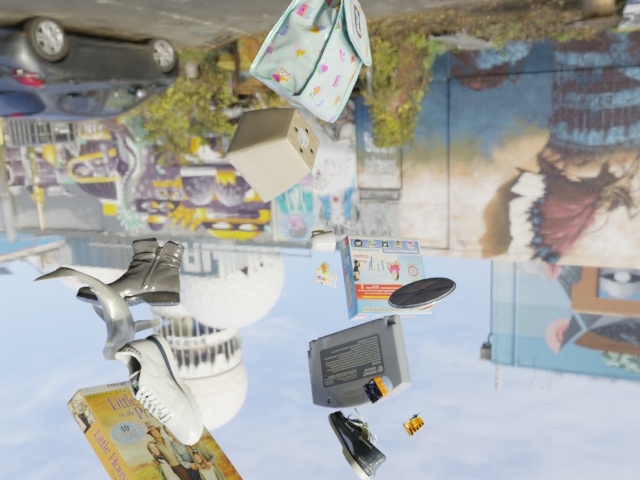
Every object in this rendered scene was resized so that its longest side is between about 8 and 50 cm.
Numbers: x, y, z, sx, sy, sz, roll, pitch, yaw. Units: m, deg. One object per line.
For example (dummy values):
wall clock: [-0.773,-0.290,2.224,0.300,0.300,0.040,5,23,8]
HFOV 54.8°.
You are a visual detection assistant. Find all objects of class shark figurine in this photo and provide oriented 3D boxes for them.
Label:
shark figurine: [-0.447,0.157,1.273,0.166,0.278,0.116,-12,-147,14]

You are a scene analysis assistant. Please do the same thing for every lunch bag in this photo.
lunch bag: [0.006,-0.404,1.284,0.160,0.262,0.223,31,-175,18]

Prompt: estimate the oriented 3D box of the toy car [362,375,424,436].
toy car: [0.117,0.260,0.972,0.041,0.060,0.122,-23,-127,-26]

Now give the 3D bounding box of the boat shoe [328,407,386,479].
boat shoe: [0.080,0.445,1.395,0.079,0.095,0.254,-38,-169,-4]

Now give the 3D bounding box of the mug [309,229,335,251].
mug: [0.001,0.004,1.776,0.064,0.062,0.078,-6,-173,-17]

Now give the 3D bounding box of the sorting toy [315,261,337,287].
sorting toy: [0.025,0.128,2.099,0.075,0.083,0.045,26,-141,25]

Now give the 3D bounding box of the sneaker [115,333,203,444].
sneaker: [-0.316,0.301,1.207,0.090,0.235,0.095,-38,169,29]

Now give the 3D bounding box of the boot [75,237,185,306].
boot: [-0.624,0.105,2.045,0.338,0.222,0.118,2,166,-16]

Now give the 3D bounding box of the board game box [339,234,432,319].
board game box: [0.239,0.138,2.293,0.308,0.301,0.086,3,158,-22]

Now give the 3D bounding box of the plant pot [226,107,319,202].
plant pot: [-0.064,-0.141,0.956,0.096,0.109,0.109,-13,-136,29]

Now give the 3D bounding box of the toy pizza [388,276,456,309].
toy pizza: [0.294,0.159,1.779,0.201,0.032,0.201,-17,-167,4]

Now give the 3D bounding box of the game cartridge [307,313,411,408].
game cartridge: [0.092,0.316,1.546,0.297,0.198,0.062,-24,157,38]

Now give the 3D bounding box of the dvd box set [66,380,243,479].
dvd box set: [-0.352,0.499,1.424,0.420,0.062,0.308,47,-165,24]
